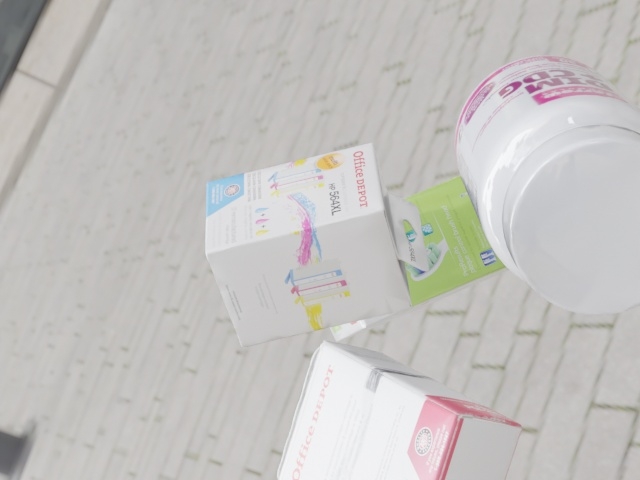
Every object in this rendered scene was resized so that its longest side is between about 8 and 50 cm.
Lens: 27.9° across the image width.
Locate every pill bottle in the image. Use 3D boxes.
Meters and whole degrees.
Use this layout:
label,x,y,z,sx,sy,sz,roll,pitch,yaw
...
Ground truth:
label,x,y,z,sx,sy,sz,roll,pitch,yaw
pill bottle,0.201,-0.051,1.049,0.160,0.160,0.283,-60,9,15

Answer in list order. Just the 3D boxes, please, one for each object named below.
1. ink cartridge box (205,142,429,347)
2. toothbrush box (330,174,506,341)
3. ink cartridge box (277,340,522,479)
label,x,y,z,sx,sy,sz,roll,pitch,yaw
ink cartridge box,0.000,0.000,0.909,0.143,0.090,0.092,-14,36,6
toothbrush box,0.137,0.005,1.513,0.206,0.283,0.122,134,114,-77
ink cartridge box,0.067,0.203,1.207,0.218,0.092,0.159,23,97,52
